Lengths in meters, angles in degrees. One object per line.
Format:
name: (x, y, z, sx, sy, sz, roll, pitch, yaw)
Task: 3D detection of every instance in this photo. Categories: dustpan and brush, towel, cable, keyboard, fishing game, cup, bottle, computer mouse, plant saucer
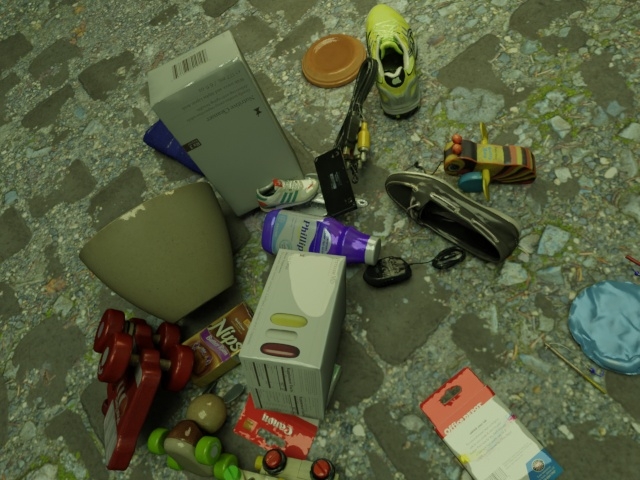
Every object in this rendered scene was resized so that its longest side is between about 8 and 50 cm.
dustpan and brush: (0.021, -0.101, 1.122, 0.212, 0.060, 0.147, 13, 71, 18)
towel: (-0.351, -0.318, 1.304, 0.309, 0.076, 0.227, 30, 84, 22)
cable: (0.102, -0.327, 1.163, 0.072, 0.139, 0.286, 17, 81, -23)
keyboard: (0.050, -0.150, 1.091, 0.108, 0.023, 0.180, -23, 66, 20)
fishing game: (0.600, 0.170, 0.881, 0.189, 0.041, 0.264, 38, 89, 25)
cup: (-0.336, 0.051, 1.033, 0.331, 0.331, 0.236, -34, 91, -2)
bottle: (0.000, 0.000, 1.054, 0.283, 0.092, 0.118, 12, 97, 20)
computer mouse: (0.218, 0.063, 1.023, 0.243, 0.041, 0.071, -12, 40, 3)
plant saucer: (0.038, -0.547, 1.323, 0.200, 0.037, 0.199, -5, 67, 12)

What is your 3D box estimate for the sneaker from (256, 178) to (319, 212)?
sneaker: (-0.083, -0.125, 1.095, 0.162, 0.075, 0.057, -18, 57, 2)

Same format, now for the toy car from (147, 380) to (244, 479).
toy car: (-0.243, 0.394, 0.956, 0.155, 0.148, 0.188, -3, 42, 26)

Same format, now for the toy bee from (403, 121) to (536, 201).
toy bee: (0.351, -0.176, 1.021, 0.299, 0.162, 0.195, -19, 66, 5)

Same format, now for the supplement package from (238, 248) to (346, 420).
supplement package: (-0.039, 0.182, 0.884, 0.145, 0.203, 0.261, 6, 45, 9)

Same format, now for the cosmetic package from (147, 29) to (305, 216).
cosmetic package: (-0.207, -0.258, 1.056, 0.218, 0.385, 0.156, -26, 49, 6)

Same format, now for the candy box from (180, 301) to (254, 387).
candy box: (-0.227, 0.243, 1.033, 0.187, 0.053, 0.109, -34, 54, -4)

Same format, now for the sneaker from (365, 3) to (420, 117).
sneaker: (0.202, -0.530, 1.215, 0.145, 0.147, 0.384, -14, 64, 10)

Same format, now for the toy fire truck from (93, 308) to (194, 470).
toy fire truck: (-0.424, 0.308, 0.975, 0.302, 0.170, 0.253, 26, 93, 57)

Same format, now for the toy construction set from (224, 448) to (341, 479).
toy construction set: (-0.066, 0.523, 0.827, 0.328, 0.151, 0.214, 12, 46, 10)

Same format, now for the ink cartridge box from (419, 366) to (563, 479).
ink cartridge box: (0.312, 0.374, 0.839, 0.134, 0.078, 0.231, -38, 64, -5)

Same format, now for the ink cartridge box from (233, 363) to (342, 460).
ink cartridge box: (-0.077, 0.345, 0.961, 0.181, 0.056, 0.224, 19, 71, 20)

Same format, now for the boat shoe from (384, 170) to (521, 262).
boat shoe: (0.284, -0.059, 1.007, 0.336, 0.112, 0.095, 28, 58, 20)
